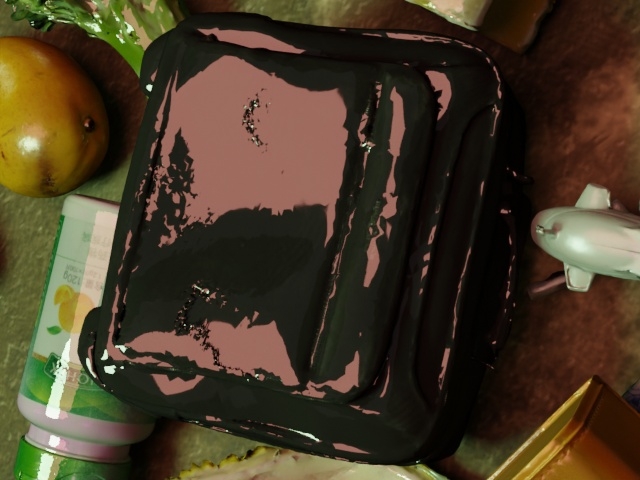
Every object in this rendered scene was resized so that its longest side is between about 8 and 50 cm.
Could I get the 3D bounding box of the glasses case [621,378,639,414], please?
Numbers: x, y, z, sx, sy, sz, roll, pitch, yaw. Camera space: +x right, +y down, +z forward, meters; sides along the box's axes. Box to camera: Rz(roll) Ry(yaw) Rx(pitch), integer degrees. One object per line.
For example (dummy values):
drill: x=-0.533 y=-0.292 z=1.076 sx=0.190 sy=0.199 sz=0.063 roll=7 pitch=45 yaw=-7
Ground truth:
glasses case: x=0.234 y=0.182 z=1.132 sx=0.087 sy=0.065 sz=0.248 roll=42 pitch=107 yaw=15

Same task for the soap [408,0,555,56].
soap: x=0.113 y=-0.363 z=1.230 sx=0.293 sy=0.156 sz=0.335 roll=33 pitch=102 yaw=26

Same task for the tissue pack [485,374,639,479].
tissue pack: x=0.220 y=0.268 z=1.040 sx=0.274 sy=0.145 sz=0.194 roll=44 pitch=110 yaw=8

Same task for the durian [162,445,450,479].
durian: x=0.032 y=0.258 z=1.206 sx=0.195 sy=0.185 sz=0.305 roll=-47 pitch=51 yaw=-12

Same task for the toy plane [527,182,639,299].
toy plane: x=0.288 y=0.025 z=1.100 sx=0.273 sy=0.107 sz=0.182 roll=33 pitch=106 yaw=26

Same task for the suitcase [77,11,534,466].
suitcase: x=0.000 y=0.000 z=1.204 sx=0.339 sy=0.188 sz=0.345 roll=10 pitch=80 yaw=15

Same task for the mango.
mango: x=-0.298 y=-0.130 z=1.471 sx=0.219 sy=0.112 sz=0.144 roll=37 pitch=106 yaw=34

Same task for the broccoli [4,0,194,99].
broccoli: x=-0.175 y=-0.198 z=1.408 sx=0.165 sy=0.145 sz=0.304 roll=-36 pitch=73 yaw=-19

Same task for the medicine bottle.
medicine bottle: x=-0.204 y=0.101 z=1.374 sx=0.133 sy=0.133 sz=0.274 roll=15 pitch=93 yaw=32
